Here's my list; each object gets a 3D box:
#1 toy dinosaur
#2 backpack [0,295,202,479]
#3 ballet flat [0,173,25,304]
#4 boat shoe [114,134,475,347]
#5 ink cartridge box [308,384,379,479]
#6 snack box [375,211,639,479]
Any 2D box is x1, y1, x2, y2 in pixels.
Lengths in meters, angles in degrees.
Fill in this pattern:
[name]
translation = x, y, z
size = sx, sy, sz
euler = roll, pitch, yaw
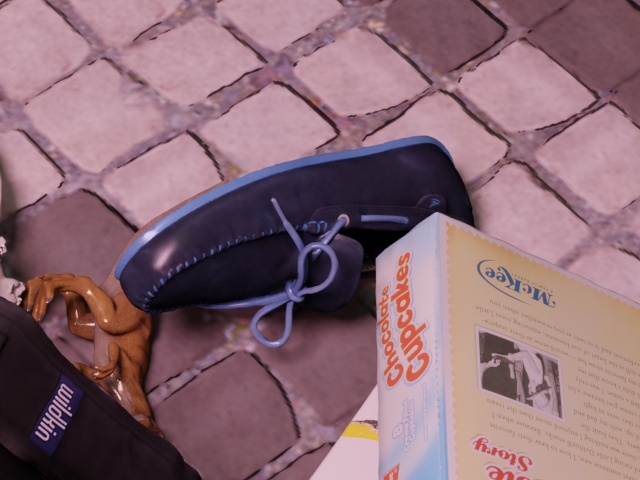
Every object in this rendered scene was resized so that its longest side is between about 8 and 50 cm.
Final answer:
[toy dinosaur]
translation = -0.128, 0.043, 1.161
size = 0.112, 0.064, 0.211
euler = 20, 53, -22
[backpack]
translation = -0.176, 0.191, 0.919
size = 0.263, 0.213, 0.276
euler = 26, 57, -40
[ballet flat]
translation = -0.288, -0.084, 1.211
size = 0.147, 0.147, 0.409
euler = -13, 58, -13
[boat shoe]
translation = 0.000, 0.000, 1.142
size = 0.258, 0.109, 0.089
euler = -20, 71, -30
[ink cartridge box]
translation = 0.032, 0.153, 1.040
size = 0.067, 0.115, 0.198
euler = 28, 56, 15
[snack box]
translation = 0.174, 0.126, 1.005
size = 0.322, 0.060, 0.187
euler = 24, 47, -27
